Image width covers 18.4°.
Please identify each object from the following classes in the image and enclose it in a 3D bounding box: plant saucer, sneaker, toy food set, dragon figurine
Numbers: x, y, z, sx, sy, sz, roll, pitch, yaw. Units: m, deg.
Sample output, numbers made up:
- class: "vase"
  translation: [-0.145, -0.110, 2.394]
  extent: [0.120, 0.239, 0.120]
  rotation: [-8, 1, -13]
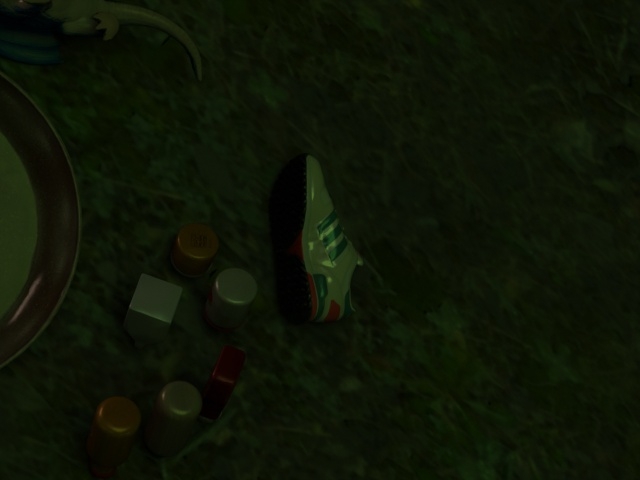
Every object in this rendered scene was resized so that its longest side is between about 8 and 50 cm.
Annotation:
- class: "plant saucer"
  translation: [-0.362, -0.019, 1.702]
  extent: [0.311, 0.050, 0.310]
  rotation: [4, 80, -22]
- class: "sneaker"
  translation: [0.000, 0.000, 1.850]
  extent: [0.075, 0.057, 0.161]
  rotation: [4, 77, -39]
- class: "toy food set"
  translation: [-0.129, 0.108, 1.767]
  extent: [0.111, 0.104, 0.232]
  rotation: [20, 55, -4]
- class: "dragon figurine"
  translation: [-0.246, -0.209, 1.762]
  extent: [0.289, 0.144, 0.085]
  rotation: [15, 73, -39]
